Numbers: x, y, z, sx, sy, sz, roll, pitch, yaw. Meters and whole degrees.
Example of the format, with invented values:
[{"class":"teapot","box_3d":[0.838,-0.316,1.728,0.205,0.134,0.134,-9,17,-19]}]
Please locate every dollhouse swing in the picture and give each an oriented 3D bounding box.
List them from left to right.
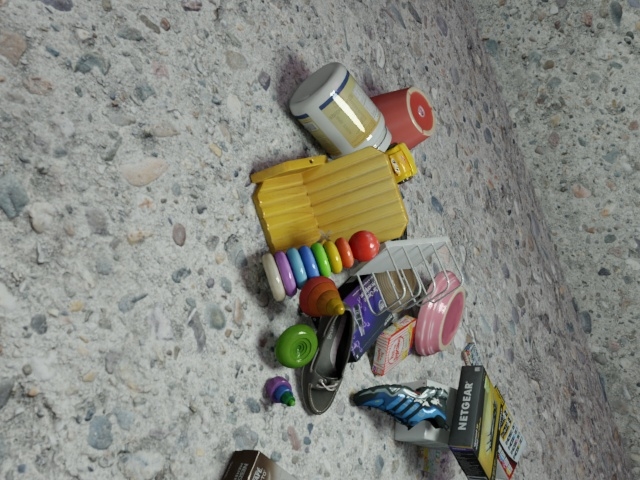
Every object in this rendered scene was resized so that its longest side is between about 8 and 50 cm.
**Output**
[{"class":"dollhouse swing","box_3d":[0.036,-0.094,1.626,0.315,0.305,0.347,-20,93,-50]}]

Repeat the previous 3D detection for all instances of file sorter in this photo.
[{"class":"file sorter","box_3d":[0.283,0.114,1.716,0.278,0.193,0.173,-5,64,-35]}]

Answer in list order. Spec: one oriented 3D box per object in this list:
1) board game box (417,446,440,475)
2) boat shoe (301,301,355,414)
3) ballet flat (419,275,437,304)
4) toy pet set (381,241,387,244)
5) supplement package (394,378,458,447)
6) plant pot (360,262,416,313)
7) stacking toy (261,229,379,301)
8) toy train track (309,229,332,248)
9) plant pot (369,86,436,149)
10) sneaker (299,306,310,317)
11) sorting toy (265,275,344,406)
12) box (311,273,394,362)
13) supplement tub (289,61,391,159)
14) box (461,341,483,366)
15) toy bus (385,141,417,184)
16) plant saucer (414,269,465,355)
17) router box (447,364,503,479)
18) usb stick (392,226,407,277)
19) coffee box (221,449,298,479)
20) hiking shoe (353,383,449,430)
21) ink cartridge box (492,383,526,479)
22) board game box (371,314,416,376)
[{"class":"board game box","box_3d":[0.389,0.744,1.932,0.103,0.026,0.154,34,54,-37]},{"class":"boat shoe","box_3d":[0.023,0.338,1.547,0.112,0.095,0.335,14,86,-19]},{"class":"ballet flat","box_3d":[0.436,0.213,2.146,0.079,0.077,0.221,46,41,-2]},{"class":"toy pet set","box_3d":[0.219,-0.052,2.017,0.114,0.065,0.122,69,26,-65]},{"class":"supplement package","box_3d":[0.380,0.600,1.855,0.203,0.149,0.194,24,59,-27]},{"class":"plant pot","box_3d":[0.257,0.136,1.906,0.237,0.110,0.237,12,70,-34]},{"class":"stacking toy","box_3d":[0.009,0.059,1.532,0.330,0.141,0.141,-18,90,-6]},{"class":"toy train track","box_3d":[0.000,0.000,1.582,0.048,0.083,0.014,49,0,-5]},{"class":"plant pot","box_3d":[0.288,-0.450,2.075,0.275,0.243,0.275,20,62,-43]},{"class":"sneaker","box_3d":[-0.031,0.189,1.659,0.044,0.040,0.109,59,44,-38]},{"class":"sorting toy","box_3d":[-0.028,0.279,1.442,0.127,0.126,0.365,25,89,-33]},{"class":"box","box_3d":[0.107,0.245,1.741,0.261,0.103,0.184,-38,108,-47]},{"class":"supplement tub","box_3d":[0.074,-0.412,1.834,0.316,0.228,0.228,45,48,-29]},{"class":"box","box_3d":[0.647,0.513,2.299,0.094,0.027,0.137,-29,99,-48]},{"class":"toy bus","box_3d":[0.198,-0.237,1.929,0.211,0.220,0.149,-30,97,-42]},{"class":"plant saucer","box_3d":[0.454,0.278,2.014,0.332,0.084,0.332,-33,131,-49]},{"class":"router box","box_3d":[0.520,0.610,1.797,0.243,0.081,0.309,58,38,-30]},{"class":"usb stick","box_3d":[0.307,0.003,2.089,0.077,0.045,0.278,25,59,-48]},{"class":"coffee box","box_3d":[-0.130,0.641,1.337,0.246,0.098,0.141,47,46,-26]},{"class":"hiking shoe","box_3d":[0.254,0.522,1.694,0.304,0.113,0.132,2,66,-1]},{"class":"ink cartridge box","box_3d":[0.686,0.734,2.171,0.272,0.130,0.309,-43,109,-41]},{"class":"board game box","box_3d":[0.253,0.356,1.855,0.193,0.045,0.146,-21,124,-49]}]
